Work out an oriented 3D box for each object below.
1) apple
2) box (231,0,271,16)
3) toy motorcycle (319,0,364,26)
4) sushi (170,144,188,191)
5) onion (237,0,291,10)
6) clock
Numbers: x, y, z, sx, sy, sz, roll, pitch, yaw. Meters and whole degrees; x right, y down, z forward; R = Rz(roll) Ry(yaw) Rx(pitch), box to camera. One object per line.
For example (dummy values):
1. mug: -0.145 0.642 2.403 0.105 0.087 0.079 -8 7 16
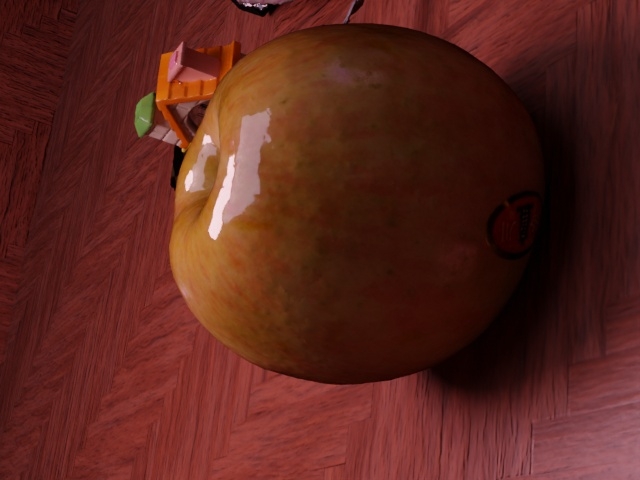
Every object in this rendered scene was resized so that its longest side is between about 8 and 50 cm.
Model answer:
1. apple: 0.026 -0.040 1.209 0.391 0.346 0.391 -38 44 49
2. box: -0.079 -0.572 1.976 0.211 0.058 0.350 2 -74 -82
3. toy motorcycle: 0.013 -0.165 1.472 0.134 0.207 0.401 23 75 36
4. sushi: -0.168 -0.126 1.877 0.047 0.231 0.219 -8 59 16
5. onion: -0.060 -0.499 1.782 0.250 0.111 0.247 -5 81 26
6. clock: -0.129 -0.191 1.716 0.220 0.255 0.106 -40 40 49
